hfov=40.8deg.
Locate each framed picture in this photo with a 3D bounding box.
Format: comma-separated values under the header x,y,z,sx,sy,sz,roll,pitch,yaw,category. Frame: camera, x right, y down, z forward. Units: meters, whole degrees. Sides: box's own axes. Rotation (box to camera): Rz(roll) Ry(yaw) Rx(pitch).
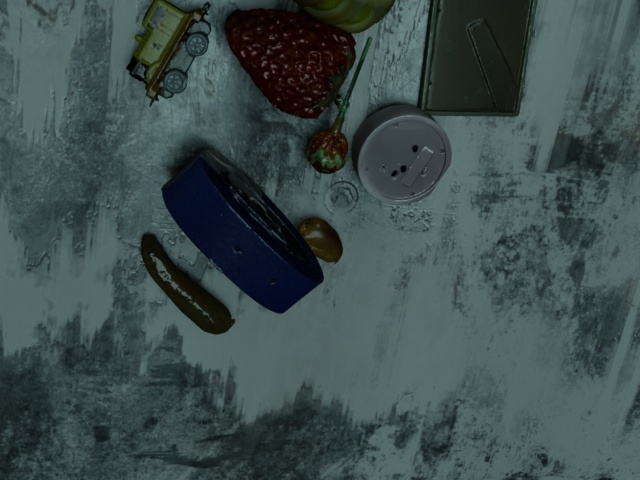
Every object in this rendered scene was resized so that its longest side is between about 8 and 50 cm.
x,y,z,sx,sy,sz,roll,pitch,yaw,category
0.323,-0.405,1.743,0.231,0.024,0.315,-1,112,-15,framed picture

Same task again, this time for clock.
x,y,z,sx,sy,sz,roll,pitch,yaw,category
0.165,-0.174,1.760,0.196,0.068,0.197,-5,119,-9,clock

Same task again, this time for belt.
x,y,z,sx,sy,sz,roll,pitch,yaw,category
-0.144,-0.017,1.662,0.117,0.212,0.347,-39,108,17,belt

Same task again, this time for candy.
x,y,z,sx,sy,sz,roll,pitch,yaw,category
0.045,-0.259,1.675,0.078,0.084,0.288,28,117,15,candy

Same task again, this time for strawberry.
x,y,z,sx,sy,sz,roll,pitch,yaw,category
-0.063,-0.349,1.580,0.244,0.205,0.205,31,102,-3,strawberry

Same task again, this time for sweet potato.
x,y,z,sx,sy,sz,roll,pitch,yaw,category
-0.282,0.101,1.768,0.075,0.075,0.273,-41,112,4,sweet potato

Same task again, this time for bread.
x,y,z,sx,sy,sz,roll,pitch,yaw,category
-0.001,-0.511,1.480,0.160,0.333,0.333,-20,124,37,bread

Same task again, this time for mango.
x,y,z,sx,sy,sz,roll,pitch,yaw,category
0.000,0.000,1.804,0.127,0.063,0.077,40,93,-31,mango

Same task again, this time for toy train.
x,y,z,sx,sy,sz,roll,pitch,yaw,category
-0.279,-0.350,1.567,0.127,0.089,0.219,30,103,-14,toy train
